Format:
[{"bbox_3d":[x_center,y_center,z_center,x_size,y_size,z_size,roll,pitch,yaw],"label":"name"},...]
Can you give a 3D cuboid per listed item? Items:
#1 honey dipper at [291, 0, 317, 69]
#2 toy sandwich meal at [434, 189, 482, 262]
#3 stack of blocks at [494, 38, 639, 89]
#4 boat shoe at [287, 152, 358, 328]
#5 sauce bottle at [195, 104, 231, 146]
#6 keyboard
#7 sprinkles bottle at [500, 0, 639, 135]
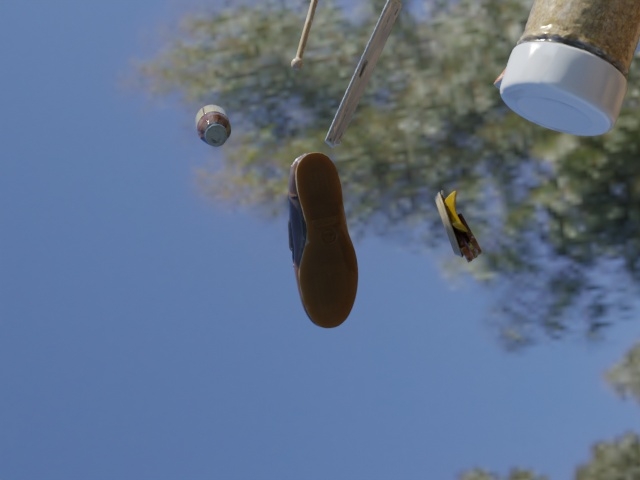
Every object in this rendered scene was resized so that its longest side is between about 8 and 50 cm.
[{"bbox_3d":[-0.018,-0.328,2.406,0.030,0.030,0.161,35,-115,-51],"label":"honey dipper"},{"bbox_3d":[0.151,-0.017,1.765,0.085,0.029,0.086,-20,-90,-85],"label":"toy sandwich meal"},{"bbox_3d":[0.350,-0.268,2.005,0.087,0.297,0.171,41,-111,-6],"label":"stack of blocks"},{"bbox_3d":[0.000,0.000,1.889,0.073,0.073,0.207,-2,-93,-14],"label":"boat shoe"},{"bbox_3d":[-0.126,-0.132,1.891,0.128,0.042,0.042,-108,2,-75],"label":"sauce bottle"},{"bbox_3d":[0.066,-0.264,2.488,0.256,0.014,0.072,-66,-16,-1],"label":"keyboard"},{"bbox_3d":[0.292,-0.287,1.627,0.121,0.121,0.355,36,-110,-50],"label":"sprinkles bottle"}]
